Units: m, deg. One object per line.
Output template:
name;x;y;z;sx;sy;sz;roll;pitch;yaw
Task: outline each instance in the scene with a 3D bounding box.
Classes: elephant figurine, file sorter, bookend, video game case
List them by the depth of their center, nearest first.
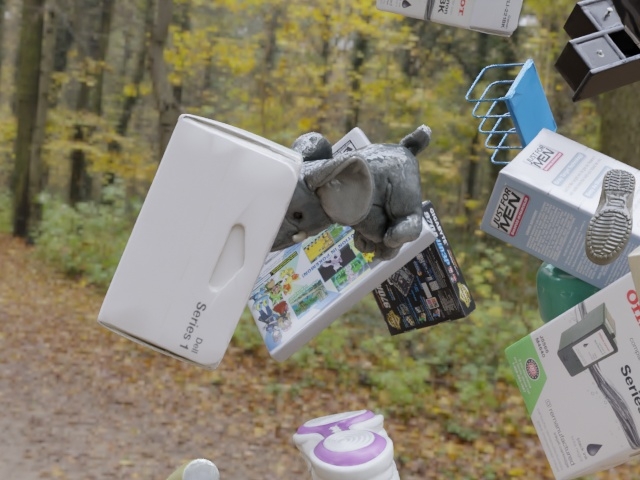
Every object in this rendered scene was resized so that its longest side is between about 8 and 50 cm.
elephant figurine;0.012;-0.062;1.243;0.240;0.185;0.169;13;-27;-34
bookend;0.435;-0.318;1.518;0.156;0.157;0.072;-19;-25;-22
video game case;0.000;0.000;1.605;0.036;0.329;0.300;41;14;-44
file sorter;0.364;-0.241;1.827;0.105;0.118;0.170;5;-42;38

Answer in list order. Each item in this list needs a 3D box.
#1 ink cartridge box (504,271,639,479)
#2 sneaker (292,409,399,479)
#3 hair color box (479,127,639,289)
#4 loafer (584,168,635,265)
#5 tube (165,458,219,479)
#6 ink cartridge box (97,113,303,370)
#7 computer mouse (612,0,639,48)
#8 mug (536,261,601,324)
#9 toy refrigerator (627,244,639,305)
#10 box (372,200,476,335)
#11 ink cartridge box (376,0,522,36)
ink cartridge box;0.393;0.173;1.233;0.115;0.198;0.273;-3;-27;-33
sneaker;0.034;0.283;1.100;0.114;0.152;0.305;-12;0;0
hair color box;0.451;-0.016;1.415;0.375;0.113;0.185;29;39;19
loafer;0.377;-0.024;1.229;0.056;0.148;0.050;14;-30;21
tube;-0.225;0.406;1.639;0.070;0.062;0.240;13;-15;-12
ink cartridge box;-0.082;-0.009;0.733;0.093;0.160;0.219;23;4;-2
computer mouse;0.339;-0.246;0.842;0.184;0.262;0.060;-38;6;13
mug;0.416;0.066;1.480;0.158;0.097;0.129;-11;19;3
toy refrigerator;0.380;0.122;0.881;0.102;0.269;0.094;-13;7;38
box;0.167;0.055;1.758;0.175;0.220;0.051;-21;6;39
ink cartridge box;0.240;-0.493;1.729;0.114;0.196;0.273;-2;19;-36
